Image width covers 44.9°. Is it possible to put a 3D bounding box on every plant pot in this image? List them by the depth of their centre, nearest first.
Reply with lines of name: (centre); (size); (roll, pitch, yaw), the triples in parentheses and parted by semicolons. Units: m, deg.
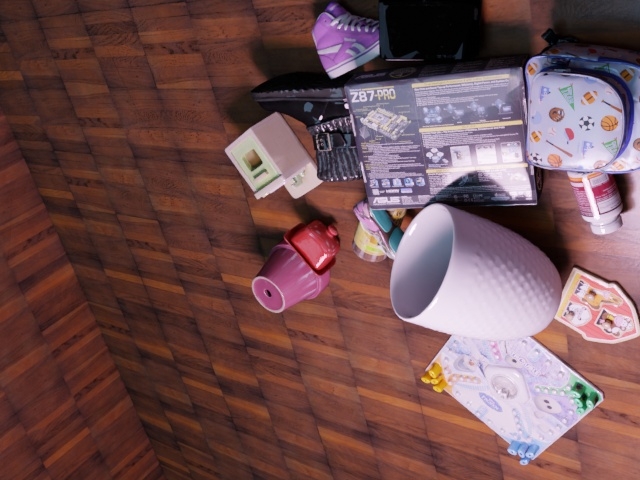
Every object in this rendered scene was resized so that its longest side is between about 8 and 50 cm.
plant pot: (-0.102, 0.117, 2.339); (0.201, 0.180, 0.201); (24, 134, 27)

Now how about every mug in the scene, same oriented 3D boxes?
mug: (0.354, 0.083, 1.812); (0.328, 0.276, 0.374); (18, -175, -19)

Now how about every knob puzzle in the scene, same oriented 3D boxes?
knob puzzle: (0.648, 0.172, 1.800); (0.213, 0.030, 0.213); (24, 133, 28)

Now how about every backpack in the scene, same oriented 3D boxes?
backpack: (0.524, -0.246, 1.469); (0.264, 0.213, 0.276); (7, 122, 26)

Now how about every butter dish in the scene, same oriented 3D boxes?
butter dish: (0.000, 0.000, 2.204); (0.118, 0.160, 0.160); (-41, 89, 27)

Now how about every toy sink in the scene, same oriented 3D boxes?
toy sink: (-0.130, -0.209, 2.150); (0.234, 0.131, 0.153); (55, 141, -6)

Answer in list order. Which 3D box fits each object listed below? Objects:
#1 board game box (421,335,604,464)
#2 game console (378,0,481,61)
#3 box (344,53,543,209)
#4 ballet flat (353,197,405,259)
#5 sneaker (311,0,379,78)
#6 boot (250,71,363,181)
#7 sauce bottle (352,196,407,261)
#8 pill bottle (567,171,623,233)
board game box: (0.499, 0.397, 2.098); (0.390, 0.050, 0.390); (39, 139, 13)
game console: (0.222, -0.544, 1.579); (0.213, 0.044, 0.361); (2, 117, 12)
box: (0.273, -0.228, 1.717); (0.395, 0.097, 0.318); (-1, 121, 26)
ballet flat: (0.157, -0.017, 1.935); (0.079, 0.077, 0.221); (-12, 125, 47)
sneaker: (0.081, -0.483, 1.770); (0.282, 0.102, 0.161); (-13, 107, 47)
boot: (-0.016, -0.285, 1.986); (0.348, 0.131, 0.260); (11, 127, 37)
sauce bottle: (0.168, -0.092, 1.979); (0.111, 0.111, 0.344); (34, 138, 19)
pill bottle: (0.578, -0.094, 1.617); (0.086, 0.086, 0.152); (-5, 116, 45)
